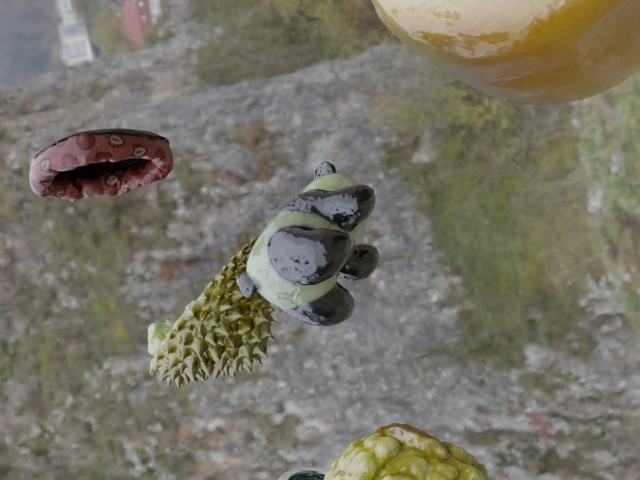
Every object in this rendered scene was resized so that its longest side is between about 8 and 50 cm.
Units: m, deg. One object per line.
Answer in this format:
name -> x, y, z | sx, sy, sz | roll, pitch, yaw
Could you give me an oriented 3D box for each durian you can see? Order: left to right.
durian -> -0.179, 0.136, 1.597 | 0.306, 0.172, 0.167 | 124, 139, -49

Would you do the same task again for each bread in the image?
bread -> 0.227, -0.298, 1.205 | 0.376, 0.348, 0.253 | 16, -86, -68

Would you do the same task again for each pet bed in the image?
pet bed -> -0.305, -0.104, 1.434 | 0.201, 0.201, 0.054 | 120, 140, -72

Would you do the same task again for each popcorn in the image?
popcorn -> 0.099, 0.300, 1.128 | 0.189, 0.218, 0.169 | -19, 39, 47

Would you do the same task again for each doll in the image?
doll -> -0.001, 0.000, 1.313 | 0.234, 0.135, 0.144 | -55, -27, -43

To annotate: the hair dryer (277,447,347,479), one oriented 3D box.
hair dryer -> 0.009, 0.360, 1.479 | 0.357, 0.107, 0.173 | -51, -29, -71
